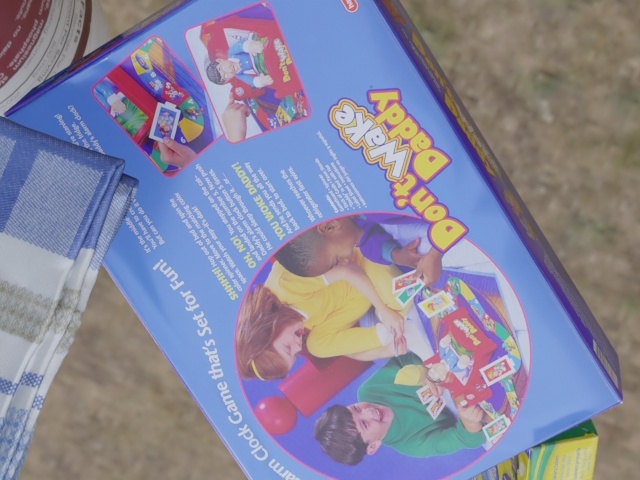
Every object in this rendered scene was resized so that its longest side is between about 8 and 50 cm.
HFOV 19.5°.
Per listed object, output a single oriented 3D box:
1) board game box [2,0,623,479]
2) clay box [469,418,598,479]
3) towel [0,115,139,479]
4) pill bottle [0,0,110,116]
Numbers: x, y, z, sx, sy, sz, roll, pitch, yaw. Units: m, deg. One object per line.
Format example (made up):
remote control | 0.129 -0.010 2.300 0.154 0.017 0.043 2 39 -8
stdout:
board game box | 0.000 0.000 1.159 0.233 0.078 0.347 -29 102 15
clay box | 0.146 0.163 1.327 0.053 0.127 0.222 -10 137 -9
towel | -0.237 0.060 1.019 0.209 0.285 0.034 19 173 17
pill bottle | -0.300 -0.193 1.392 0.224 0.224 0.392 18 173 13
